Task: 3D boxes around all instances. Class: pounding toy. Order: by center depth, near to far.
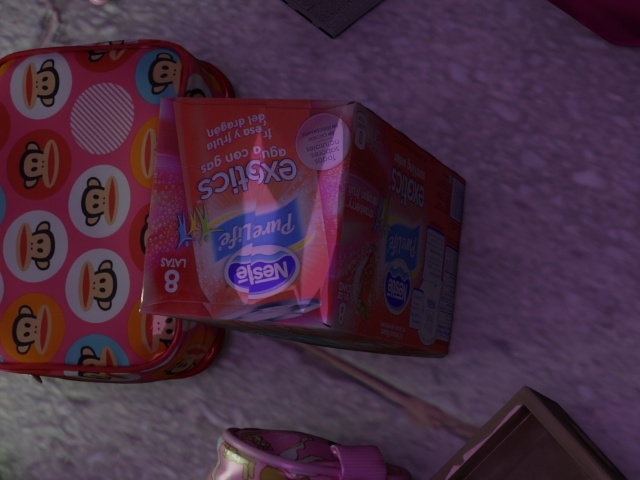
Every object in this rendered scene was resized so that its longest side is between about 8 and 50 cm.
[{"bbox_3d":[0.170,0.211,1.044,0.130,0.100,0.141,-46,58,9],"label":"pounding toy"}]

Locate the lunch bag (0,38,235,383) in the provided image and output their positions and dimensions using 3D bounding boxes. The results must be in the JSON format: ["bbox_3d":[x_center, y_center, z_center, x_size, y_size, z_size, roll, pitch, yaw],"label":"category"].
[{"bbox_3d":[-0.209,-0.022,1.205,0.258,0.120,0.293,-1,82,22],"label":"lunch bag"}]

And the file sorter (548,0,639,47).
[{"bbox_3d":[0.270,-0.246,0.943,0.291,0.202,0.182,20,85,56],"label":"file sorter"}]

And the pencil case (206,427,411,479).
[{"bbox_3d":[-0.048,0.333,1.067,0.167,0.160,0.386,12,86,24],"label":"pencil case"}]

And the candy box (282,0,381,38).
[{"bbox_3d":[-0.046,-0.269,1.117,0.071,0.233,0.159,-37,70,12],"label":"candy box"}]

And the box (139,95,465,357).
[{"bbox_3d":[0.000,0.000,1.021,0.142,0.300,0.154,3,84,20],"label":"box"}]

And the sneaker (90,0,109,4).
[{"bbox_3d":[-0.220,-0.280,1.284,0.047,0.057,0.119,-24,73,19],"label":"sneaker"}]
